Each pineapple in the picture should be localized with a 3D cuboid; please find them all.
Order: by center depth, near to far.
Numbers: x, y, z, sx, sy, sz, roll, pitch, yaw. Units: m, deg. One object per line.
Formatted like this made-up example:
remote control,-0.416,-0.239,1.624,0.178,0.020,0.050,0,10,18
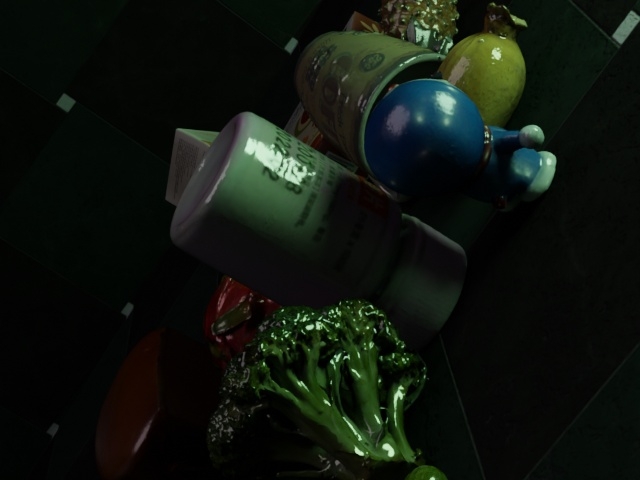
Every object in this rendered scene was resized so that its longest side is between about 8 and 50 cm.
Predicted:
pineapple,0.180,-0.332,2.182,0.165,0.165,0.365,-44,32,44

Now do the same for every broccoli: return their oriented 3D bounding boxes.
broccoli,-0.001,0.236,1.564,0.283,0.321,0.304,44,119,41

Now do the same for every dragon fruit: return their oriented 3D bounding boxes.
dragon fruit,-0.060,0.129,1.940,0.302,0.231,0.237,-33,29,54

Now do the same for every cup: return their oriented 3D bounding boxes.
cup,0.092,-0.211,1.989,0.227,0.301,0.257,-28,40,-20

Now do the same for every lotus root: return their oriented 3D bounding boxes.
lotus root,0.228,-0.209,1.819,0.303,0.130,0.146,-60,14,13

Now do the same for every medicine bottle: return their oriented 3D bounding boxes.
medicine bottle,0.000,0.000,1.699,0.219,0.388,0.219,-54,16,23

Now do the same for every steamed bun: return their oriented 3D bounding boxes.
steamed bun,-0.290,0.357,2.229,0.248,0.235,0.379,-54,22,20

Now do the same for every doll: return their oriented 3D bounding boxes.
doll,0.186,-0.126,1.600,0.215,0.256,0.161,-36,41,49

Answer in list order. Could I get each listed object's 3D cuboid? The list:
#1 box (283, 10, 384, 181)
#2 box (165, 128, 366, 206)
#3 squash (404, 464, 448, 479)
box,0.027,-0.214,2.396,0.344,0.122,0.385,-56,16,35
box,-0.104,-0.092,2.130,0.341,0.225,0.143,27,110,55
squash,0.105,0.362,1.349,0.069,0.069,0.239,-41,25,49
